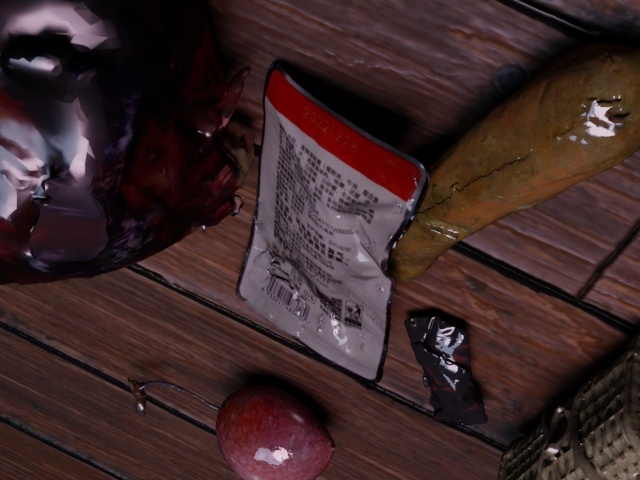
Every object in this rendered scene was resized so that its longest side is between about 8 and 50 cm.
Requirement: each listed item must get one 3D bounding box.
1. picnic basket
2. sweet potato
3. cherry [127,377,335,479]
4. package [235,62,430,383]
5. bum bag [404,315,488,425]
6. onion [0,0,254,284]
[{"bbox_3d":[0.240,0.183,0.692,0.154,0.134,0.196,27,136,-4],"label":"picnic basket"},{"bbox_3d":[0.112,-0.041,0.595,0.075,0.075,0.273,39,137,-11],"label":"sweet potato"},{"bbox_3d":[-0.085,0.184,0.886,0.226,0.090,0.107,9,149,32],"label":"cherry"},{"bbox_3d":[0.000,0.000,0.677,0.154,0.030,0.239,36,142,24],"label":"package"},{"bbox_3d":[0.107,0.112,0.759,0.058,0.034,0.124,6,132,33],"label":"bum bag"},{"bbox_3d":[-0.175,-0.101,0.581,0.281,0.221,0.280,-6,132,-7],"label":"onion"}]
